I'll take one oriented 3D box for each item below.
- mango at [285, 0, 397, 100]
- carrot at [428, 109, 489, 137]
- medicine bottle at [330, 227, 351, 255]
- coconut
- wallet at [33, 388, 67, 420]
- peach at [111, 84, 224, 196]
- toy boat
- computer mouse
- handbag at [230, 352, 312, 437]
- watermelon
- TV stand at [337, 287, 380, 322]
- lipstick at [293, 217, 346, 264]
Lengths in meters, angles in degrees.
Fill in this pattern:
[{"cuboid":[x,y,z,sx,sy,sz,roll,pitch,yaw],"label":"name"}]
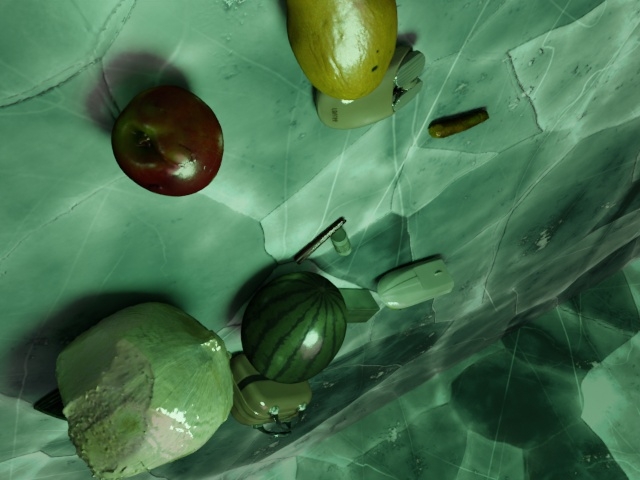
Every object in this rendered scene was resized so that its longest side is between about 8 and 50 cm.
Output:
[{"cuboid":[0.032,-0.371,0.988,0.187,0.144,0.359,-23,144,-3],"label":"mango"},{"cuboid":[0.342,-0.287,1.491,0.171,0.042,0.042,-22,149,-21],"label":"carrot"},{"cuboid":[0.056,0.005,1.658,0.047,0.047,0.083,-29,150,-3],"label":"medicine bottle"},{"cuboid":[-0.381,0.330,1.430,0.405,0.404,0.404,-22,149,-14],"label":"coconut"},{"cuboid":[-0.636,0.420,1.660,0.236,0.055,0.160,-33,143,5],"label":"wallet"},{"cuboid":[-0.247,-0.162,1.026,0.197,0.197,0.197,-22,149,-14],"label":"peach"},{"cuboid":[0.303,0.150,2.015,0.270,0.140,0.140,-20,148,-14],"label":"toy boat"},{"cuboid":[0.102,-0.300,1.216,0.237,0.082,0.145,-22,148,-12],"label":"computer mouse"},{"cuboid":[-0.162,0.502,1.964,0.149,0.283,0.302,-44,148,24],"label":"handbag"},{"cuboid":[-0.078,0.246,1.669,0.279,0.278,0.359,-7,141,-35],"label":"watermelon"},{"cuboid":[0.063,0.206,1.919,0.270,0.088,0.083,8,133,-47],"label":"TV stand"},{"cuboid":[0.000,0.000,1.623,0.176,0.027,0.027,-41,148,14],"label":"lipstick"}]
